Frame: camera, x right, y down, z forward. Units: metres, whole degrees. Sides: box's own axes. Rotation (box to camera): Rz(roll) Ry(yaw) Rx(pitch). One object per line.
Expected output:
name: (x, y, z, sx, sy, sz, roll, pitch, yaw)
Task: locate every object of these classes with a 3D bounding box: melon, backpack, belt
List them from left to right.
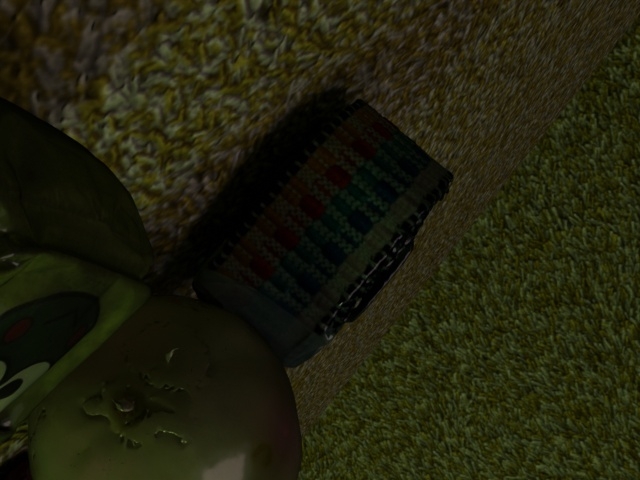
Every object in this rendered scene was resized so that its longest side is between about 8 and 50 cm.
backpack: (-0.206, 0.039, 0.407, 0.253, 0.140, 0.207, -42, 166, 2)
melon: (-0.125, 0.166, 0.789, 0.223, 0.223, 0.317, -44, 163, -18)
belt: (0.000, 0.000, 0.887, 0.257, 0.150, 0.207, -51, 175, 14)

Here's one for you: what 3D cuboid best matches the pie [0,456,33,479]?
pie: (-0.276, 0.277, 0.889, 0.154, 0.036, 0.154, 0, 90, -73)
